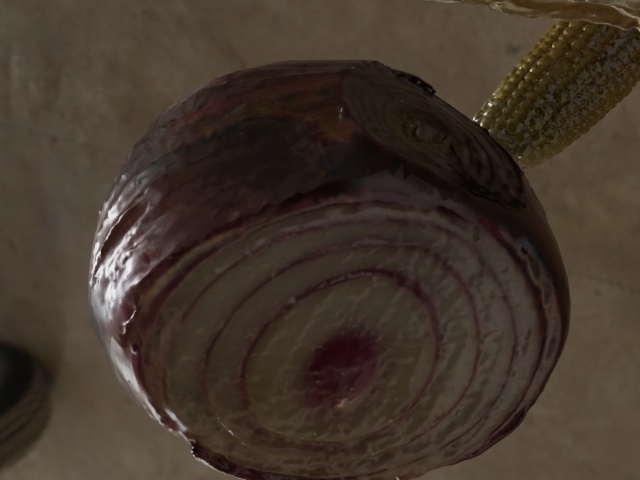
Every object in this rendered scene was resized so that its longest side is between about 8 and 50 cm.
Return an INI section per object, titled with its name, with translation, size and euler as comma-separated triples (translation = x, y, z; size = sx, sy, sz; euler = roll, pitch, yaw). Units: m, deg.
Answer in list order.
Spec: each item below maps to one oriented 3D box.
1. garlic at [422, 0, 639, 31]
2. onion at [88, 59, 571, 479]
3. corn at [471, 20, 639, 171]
[garlic]
translation = 0.100, -0.202, 0.596
size = 0.245, 0.245, 0.253
euler = 8, 100, 41
[onion]
translation = 0.000, 0.000, 1.148
size = 0.260, 0.337, 0.282
euler = -109, 35, -48
[corn]
translation = 0.248, -0.178, 1.334
size = 0.097, 0.320, 0.097
euler = 45, 177, 3
